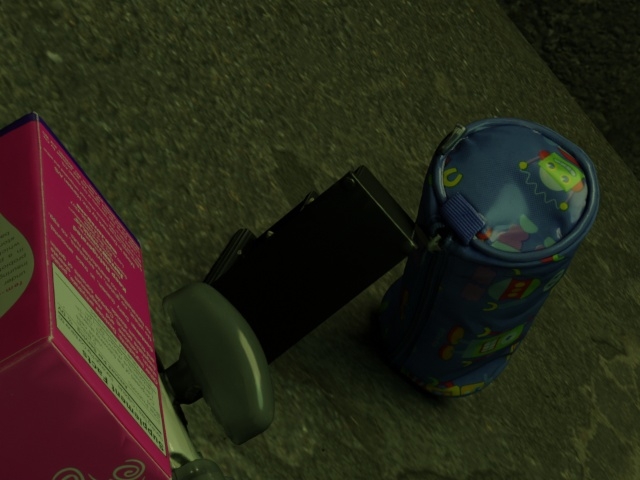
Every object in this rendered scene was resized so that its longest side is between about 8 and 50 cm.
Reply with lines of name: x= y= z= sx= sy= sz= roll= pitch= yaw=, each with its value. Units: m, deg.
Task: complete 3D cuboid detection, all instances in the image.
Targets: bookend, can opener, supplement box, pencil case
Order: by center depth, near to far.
supplement box: x=-0.159 y=0.049 z=0.991 sx=0.114 sy=0.111 sz=0.220 roll=55 pitch=11 yaw=-31
can opener: x=-0.047 y=0.149 z=1.118 sx=0.283 sy=0.095 sz=0.076 roll=62 pitch=4 yaw=27
bookend: x=0.000 y=0.000 z=1.394 sx=0.072 sy=0.157 sz=0.156 roll=48 pitch=21 yaw=-8
pencil case: x=0.119 y=0.020 z=1.472 sx=0.119 sy=0.133 sz=0.306 roll=59 pitch=-18 yaw=18
